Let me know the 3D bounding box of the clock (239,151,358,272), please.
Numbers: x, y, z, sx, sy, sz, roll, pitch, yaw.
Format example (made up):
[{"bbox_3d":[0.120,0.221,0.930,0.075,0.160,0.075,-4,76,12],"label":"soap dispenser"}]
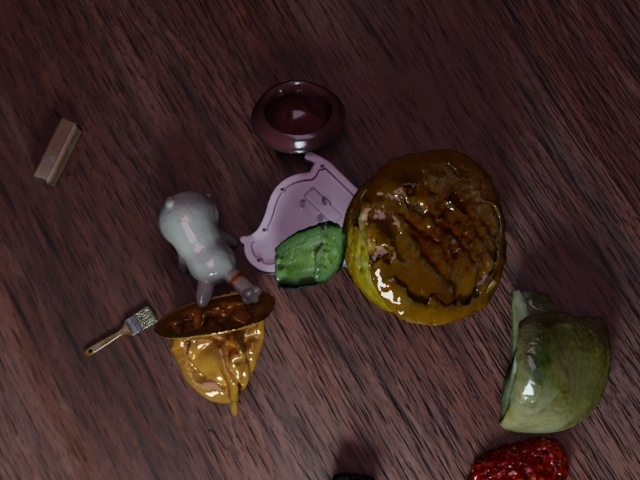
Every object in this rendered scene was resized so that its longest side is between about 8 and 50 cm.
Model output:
[{"bbox_3d":[0.000,0.000,1.680,0.290,0.080,0.275,41,83,7],"label":"clock"}]

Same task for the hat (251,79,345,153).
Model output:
[{"bbox_3d":[-0.049,-0.261,1.711,0.206,0.089,0.205,0,59,1],"label":"hat"}]

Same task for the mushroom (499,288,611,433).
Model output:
[{"bbox_3d":[0.488,0.246,1.589,0.218,0.212,0.292,6,74,9],"label":"mushroom"}]

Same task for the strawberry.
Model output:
[{"bbox_3d":[0.414,0.493,1.582,0.236,0.111,0.190,-40,80,-7],"label":"strawberry"}]

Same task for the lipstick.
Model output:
[{"bbox_3d":[-0.577,-0.194,1.726,0.045,0.045,0.145,22,81,2],"label":"lipstick"}]

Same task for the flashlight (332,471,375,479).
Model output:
[{"bbox_3d":[0.047,0.681,1.558,0.103,0.103,0.423,7,81,1],"label":"flashlight"}]

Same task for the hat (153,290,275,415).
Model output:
[{"bbox_3d":[-0.192,0.253,1.617,0.234,0.244,0.233,0,108,26],"label":"hat"}]

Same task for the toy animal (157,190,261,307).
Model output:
[{"bbox_3d":[-0.237,0.032,1.645,0.141,0.138,0.282,-31,84,-3],"label":"toy animal"}]

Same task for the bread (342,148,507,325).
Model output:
[{"bbox_3d":[0.205,-0.001,1.570,0.358,0.204,0.336,-13,87,-32],"label":"bread"}]

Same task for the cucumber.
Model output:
[{"bbox_3d":[-0.017,0.036,1.546,0.086,0.193,0.115,-4,80,-43],"label":"cucumber"}]

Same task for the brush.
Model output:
[{"bbox_3d":[-0.429,0.199,1.677,0.170,0.014,0.043,-31,84,-4],"label":"brush"}]
